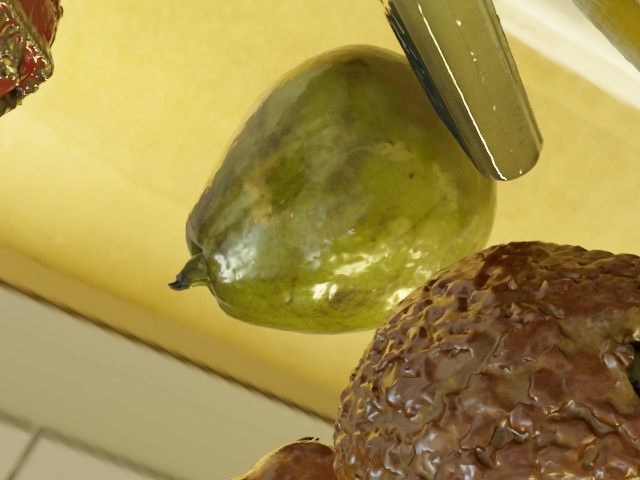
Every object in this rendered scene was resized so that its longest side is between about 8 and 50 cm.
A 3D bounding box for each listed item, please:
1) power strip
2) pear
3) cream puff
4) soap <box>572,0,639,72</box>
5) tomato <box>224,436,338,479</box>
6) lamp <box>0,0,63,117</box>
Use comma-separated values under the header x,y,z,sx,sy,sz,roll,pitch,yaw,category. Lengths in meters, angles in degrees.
x,y,z,sx,sy,sz,roll,pitch,yaw,category
0.060,-0.151,0.818,0.092,0.066,0.387,60,-176,32,power strip
0.012,-0.036,1.412,0.287,0.375,0.287,58,169,19,pear
0.127,0.161,0.788,0.303,0.303,0.212,38,-137,14,cream puff
0.341,-0.240,1.082,0.173,0.274,0.089,49,164,10,soap
-0.057,0.261,1.134,0.155,0.214,0.180,24,-150,-58,tomato
-0.305,-0.207,1.054,0.177,0.177,0.274,46,171,33,lamp
